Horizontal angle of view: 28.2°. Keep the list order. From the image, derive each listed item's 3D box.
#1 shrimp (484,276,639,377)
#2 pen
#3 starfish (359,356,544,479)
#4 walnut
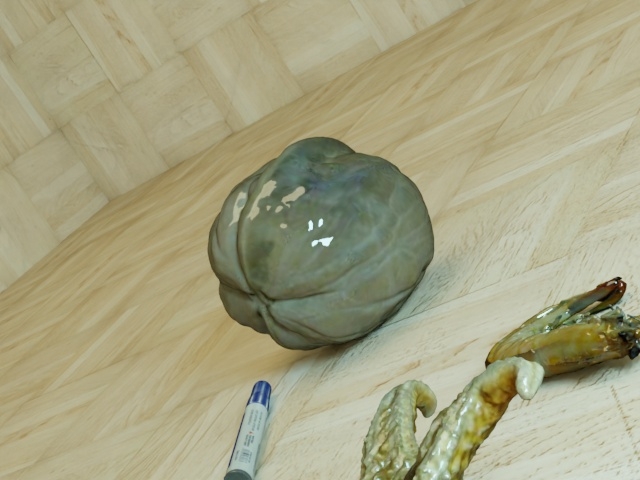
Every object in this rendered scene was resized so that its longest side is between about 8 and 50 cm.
[{"bbox_3d":[0.198,0.060,0.917,0.124,0.034,0.178,-34,6,-37],"label":"shrimp"},{"bbox_3d":[-0.063,0.172,1.146,0.025,0.025,0.204,-31,12,11],"label":"pen"},{"bbox_3d":[-0.010,0.192,0.712,0.375,0.094,0.327,-46,-8,15],"label":"starfish"},{"bbox_3d":[0.000,0.000,1.255,0.224,0.224,0.224,-31,12,8],"label":"walnut"}]
